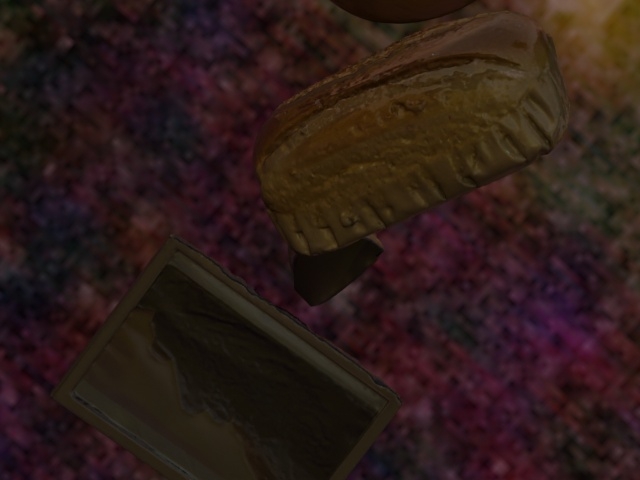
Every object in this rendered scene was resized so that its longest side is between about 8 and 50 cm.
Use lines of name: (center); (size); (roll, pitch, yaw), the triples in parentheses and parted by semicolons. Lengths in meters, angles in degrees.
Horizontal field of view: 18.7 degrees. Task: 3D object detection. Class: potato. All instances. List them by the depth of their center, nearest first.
potato: (0.000, 0.000, 1.931); (0.066, 0.096, 0.103); (53, 1, -29)

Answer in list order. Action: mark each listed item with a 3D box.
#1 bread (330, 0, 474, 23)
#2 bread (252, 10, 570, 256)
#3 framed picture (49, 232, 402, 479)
bread: (0.037, -0.193, 1.120); (0.173, 0.134, 0.085); (58, 36, -52)
bread: (0.059, -0.080, 1.367); (0.106, 0.236, 0.140); (61, 17, -15)
framed picture: (-0.084, 0.142, 1.764); (0.265, 0.192, 0.018); (35, 7, -6)
